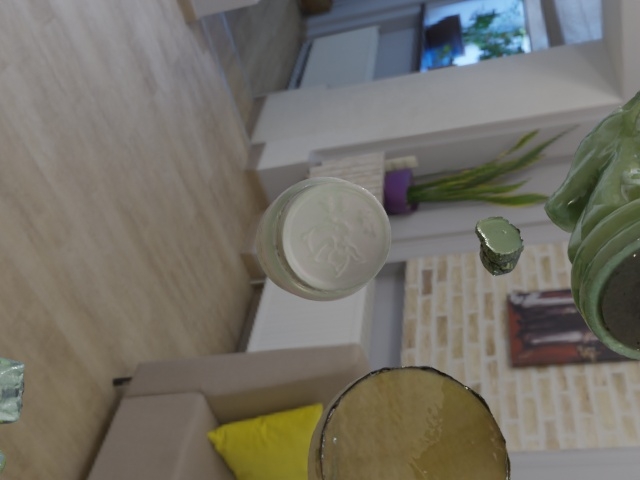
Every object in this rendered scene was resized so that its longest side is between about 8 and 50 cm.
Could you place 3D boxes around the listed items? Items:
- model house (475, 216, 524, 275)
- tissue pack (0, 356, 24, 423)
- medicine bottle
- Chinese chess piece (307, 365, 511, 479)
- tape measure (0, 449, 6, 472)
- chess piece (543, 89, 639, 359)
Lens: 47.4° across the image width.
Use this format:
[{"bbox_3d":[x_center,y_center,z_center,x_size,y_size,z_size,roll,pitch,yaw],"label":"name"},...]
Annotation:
[{"bbox_3d":[0.269,0.019,1.115,0.083,0.066,0.079,91,-22,-46],"label":"model house"},{"bbox_3d":[-0.736,0.261,1.320,0.228,0.310,0.128,37,55,-66],"label":"tissue pack"},{"bbox_3d":[0.000,0.000,1.011,0.293,0.170,0.170,175,-93,-81],"label":"medicine bottle"},{"bbox_3d":[0.111,0.286,0.922,0.104,0.257,0.257,100,-5,-56],"label":"Chinese chess piece"},{"bbox_3d":[-0.602,0.390,1.210,0.154,0.177,0.088,-40,108,-37],"label":"tape measure"},{"bbox_3d":[0.323,-0.033,0.756,0.298,0.175,0.176,-83,159,-54],"label":"chess piece"}]
